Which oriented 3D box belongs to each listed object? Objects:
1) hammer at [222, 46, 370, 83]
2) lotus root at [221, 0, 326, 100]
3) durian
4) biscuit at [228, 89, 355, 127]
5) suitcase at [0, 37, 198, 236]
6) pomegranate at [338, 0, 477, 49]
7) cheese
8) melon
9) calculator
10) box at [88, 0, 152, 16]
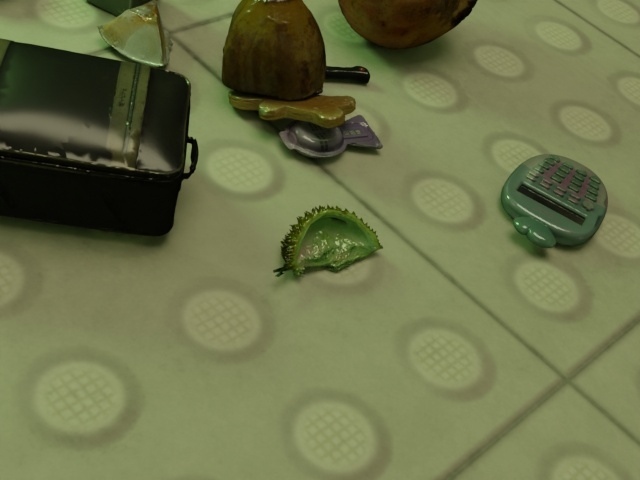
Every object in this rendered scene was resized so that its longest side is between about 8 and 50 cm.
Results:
[{"bbox_3d":[-0.042,-0.330,1.862,0.288,0.033,0.111,0,45,-20],"label":"hammer"},{"bbox_3d":[-0.080,-0.374,1.723,0.188,0.179,0.199,6,39,2],"label":"lotus root"},{"bbox_3d":[0.000,0.000,1.508,0.215,0.086,0.100,-13,65,-33],"label":"durian"},{"bbox_3d":[-0.055,-0.244,1.727,0.235,0.030,0.153,10,25,16],"label":"biscuit"},{"bbox_3d":[-0.400,-0.164,1.449,0.434,0.194,0.283,9,44,-12],"label":"suitcase"},{"bbox_3d":[0.181,-0.548,1.968,0.322,0.322,0.322,10,43,-10],"label":"pomegranate"},{"bbox_3d":[0.016,-0.188,1.728,0.191,0.042,0.105,-9,50,-28],"label":"cheese"},{"bbox_3d":[-0.345,-0.401,1.789,0.140,0.093,0.202,-2,41,-11],"label":"melon"},{"bbox_3d":[0.427,-0.072,1.755,0.186,0.041,0.299,30,42,12],"label":"calculator"},{"bbox_3d":[-0.380,-0.546,1.839,0.148,0.210,0.129,27,51,9],"label":"box"}]
